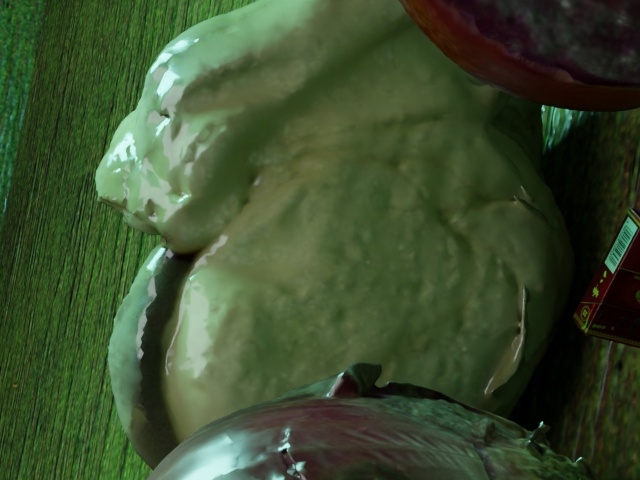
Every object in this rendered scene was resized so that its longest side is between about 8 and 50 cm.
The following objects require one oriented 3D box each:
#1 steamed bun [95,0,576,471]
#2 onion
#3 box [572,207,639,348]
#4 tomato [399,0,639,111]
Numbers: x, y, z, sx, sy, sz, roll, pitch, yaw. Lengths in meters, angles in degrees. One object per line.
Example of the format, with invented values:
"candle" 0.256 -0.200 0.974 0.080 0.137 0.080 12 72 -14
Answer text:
"steamed bun" 0.004 -0.004 1.150 0.230 0.324 0.372 175 92 -73
"onion" 0.048 0.225 0.891 0.353 0.353 0.354 -46 37 51
"box" 0.196 0.024 1.015 0.082 0.051 0.023 -66 23 22
"tomato" 0.147 -0.236 0.998 0.176 0.289 0.335 153 130 -72
